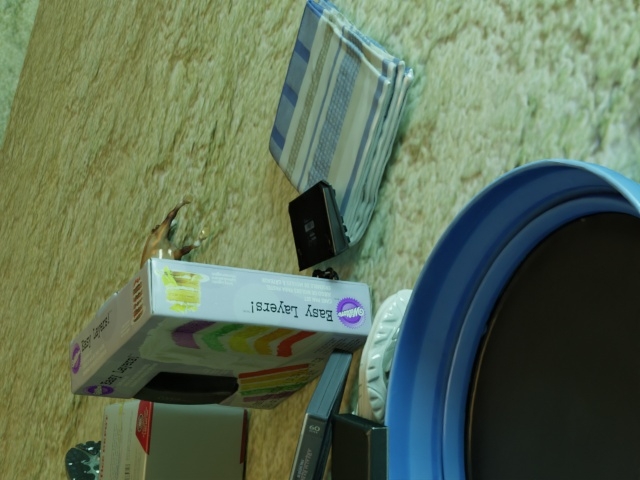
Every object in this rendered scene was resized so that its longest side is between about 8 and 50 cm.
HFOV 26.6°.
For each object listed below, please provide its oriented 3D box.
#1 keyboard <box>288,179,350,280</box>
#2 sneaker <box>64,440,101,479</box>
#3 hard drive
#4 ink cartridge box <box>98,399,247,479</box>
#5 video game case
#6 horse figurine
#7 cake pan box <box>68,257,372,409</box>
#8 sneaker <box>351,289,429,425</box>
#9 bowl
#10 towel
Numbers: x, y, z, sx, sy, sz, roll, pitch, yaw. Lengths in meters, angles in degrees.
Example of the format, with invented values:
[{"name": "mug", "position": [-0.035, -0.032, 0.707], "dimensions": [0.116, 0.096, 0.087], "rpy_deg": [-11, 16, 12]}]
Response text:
[{"name": "keyboard", "position": [0.000, 0.000, 1.431], "dimensions": [0.180, 0.023, 0.108], "rpy_deg": [152, 108, -77]}, {"name": "sneaker", "position": [-0.287, 0.411, 1.867], "dimensions": [0.283, 0.110, 0.122], "rpy_deg": [-112, 22, -51]}, {"name": "hard drive", "position": [0.033, 0.221, 1.165], "dimensions": [0.094, 0.022, 0.135], "rpy_deg": [-179, 89, -71]}, {"name": "ink cartridge box", "position": [-0.184, 0.264, 1.645], "dimensions": [0.176, 0.127, 0.128], "rpy_deg": [-18, 66, 61]}, {"name": "video game case", "position": [-0.020, 0.261, 1.312], "dimensions": [0.196, 0.026, 0.274], "rpy_deg": [-57, -18, -75]}, {"name": "horse figurine", "position": [-0.208, 0.061, 1.836], "dimensions": [0.174, 0.066, 0.263], "rpy_deg": [-37, 47, 47]}, {"name": "cake pan box", "position": [-0.112, 0.106, 1.423], "dimensions": [0.267, 0.246, 0.070], "rpy_deg": [-39, 47, 52]}, {"name": "sneaker", "position": [0.057, 0.160, 1.246], "dimensions": [0.115, 0.090, 0.232], "rpy_deg": [172, 107, -66]}, {"name": "bowl", "position": [0.177, 0.136, 1.022], "dimensions": [0.391, 0.077, 0.391], "rpy_deg": [-32, 54, 57]}, {"name": "towel", "position": [0.016, -0.138, 1.490], "dimensions": [0.285, 0.034, 0.209], "rpy_deg": [-127, 50, -59]}]
